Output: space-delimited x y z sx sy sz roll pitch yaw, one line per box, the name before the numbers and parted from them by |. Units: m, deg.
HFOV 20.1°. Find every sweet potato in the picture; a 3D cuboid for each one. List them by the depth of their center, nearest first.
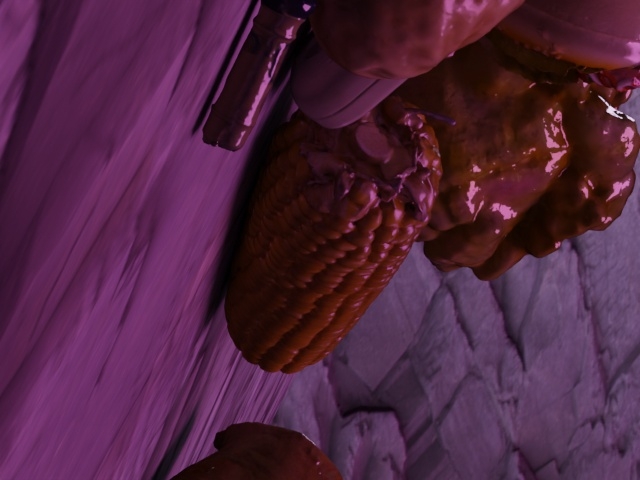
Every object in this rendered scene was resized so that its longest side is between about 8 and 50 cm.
sweet potato | -0.109 0.265 1.426 0.337 0.131 0.131 -41 162 -46

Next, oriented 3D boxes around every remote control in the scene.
remote control | 0.065 -0.140 0.946 0.221 0.042 0.078 -40 -154 26

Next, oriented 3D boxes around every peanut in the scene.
peanut | 0.072 -0.177 0.843 0.103 0.098 0.229 23 98 -50

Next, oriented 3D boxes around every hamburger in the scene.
hamburger | 0.154 -0.186 1.171 0.173 0.210 0.116 -47 158 -37

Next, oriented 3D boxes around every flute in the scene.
flute | 0.004 -0.141 0.767 0.233 0.027 0.027 -64 176 16

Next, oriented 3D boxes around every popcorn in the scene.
popcorn | 0.132 -0.086 1.334 0.259 0.212 0.259 -22 -161 8

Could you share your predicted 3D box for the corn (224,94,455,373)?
corn | 0.000 0.000 1.145 0.106 0.106 0.305 -61 179 -27
